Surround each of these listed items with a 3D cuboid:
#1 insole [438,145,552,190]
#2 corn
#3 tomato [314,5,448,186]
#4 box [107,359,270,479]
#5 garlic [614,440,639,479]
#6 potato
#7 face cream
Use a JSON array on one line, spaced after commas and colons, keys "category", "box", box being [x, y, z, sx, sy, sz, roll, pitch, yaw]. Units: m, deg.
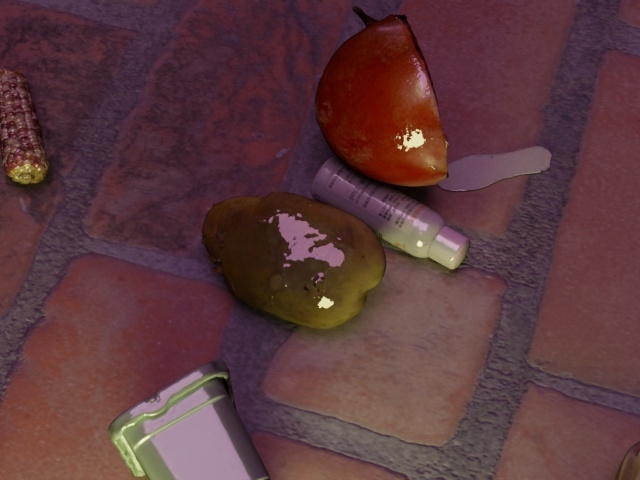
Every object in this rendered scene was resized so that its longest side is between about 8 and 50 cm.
[{"category": "insole", "box": [0.286, -0.120, 2.090, 0.197, 0.004, 0.065, -13, 60, -4]}, {"category": "corn", "box": [-0.512, -0.198, 2.143, 0.080, 0.079, 0.237, -15, 60, -5]}, {"category": "tomato", "box": [0.081, -0.198, 1.986, 0.170, 0.309, 0.309, -16, 61, -3]}, {"category": "box", "box": [-0.156, 0.311, 1.709, 0.175, 0.312, 0.182, -29, 71, -12]}, {"category": "garlic", "box": [0.486, 0.321, 1.769, 0.127, 0.131, 0.194, 11, 53, 30]}, {"category": "potato", "box": [-0.049, 0.025, 1.937, 0.296, 0.141, 0.191, 19, 97, 16]}, {"category": "face cream", "box": [0.113, -0.040, 2.012, 0.269, 0.082, 0.082, 31, 67, 19]}]
